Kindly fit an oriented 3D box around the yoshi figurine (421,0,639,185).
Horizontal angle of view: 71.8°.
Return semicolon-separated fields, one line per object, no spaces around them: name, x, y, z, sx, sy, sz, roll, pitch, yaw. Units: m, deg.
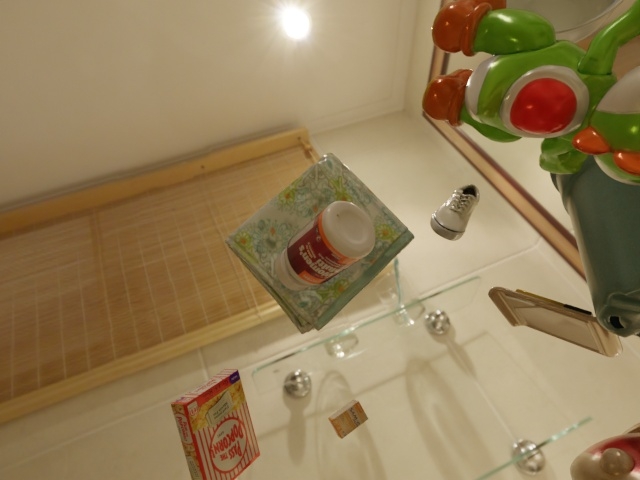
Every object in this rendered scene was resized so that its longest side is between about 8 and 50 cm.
yoshi figurine;0.303;-0.165;0.479;0.203;0.362;0.203;22;-76;-51

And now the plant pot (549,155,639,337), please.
plant pot;0.594;-0.021;0.755;0.341;0.334;0.341;9;-30;5

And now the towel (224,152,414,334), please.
towel;0.000;0.000;1.098;0.374;0.320;0.090;-41;-6;-13

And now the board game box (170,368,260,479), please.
board game box;-0.202;0.376;0.872;0.045;0.193;0.147;-10;7;33

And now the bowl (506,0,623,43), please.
bowl;0.495;-0.519;0.956;0.298;0.298;0.134;-33;-27;5

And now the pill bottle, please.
pill bottle;0.001;0.021;0.908;0.121;0.121;0.221;1;-27;-37

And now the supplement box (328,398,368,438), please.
supplement box;0.081;0.517;1.282;0.098;0.062;0.036;-30;0;-20

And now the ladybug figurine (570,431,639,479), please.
ladybug figurine;0.601;0.462;0.711;0.449;0.305;0.162;46;-104;-16

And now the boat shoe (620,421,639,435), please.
boat shoe;0.653;0.540;0.984;0.110;0.121;0.341;29;-81;-32

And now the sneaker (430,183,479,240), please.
sneaker;0.355;-0.085;1.156;0.258;0.094;0.091;-46;-21;-54

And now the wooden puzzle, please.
wooden puzzle;0.520;0.173;0.979;0.221;0.238;0.044;40;-109;-42
